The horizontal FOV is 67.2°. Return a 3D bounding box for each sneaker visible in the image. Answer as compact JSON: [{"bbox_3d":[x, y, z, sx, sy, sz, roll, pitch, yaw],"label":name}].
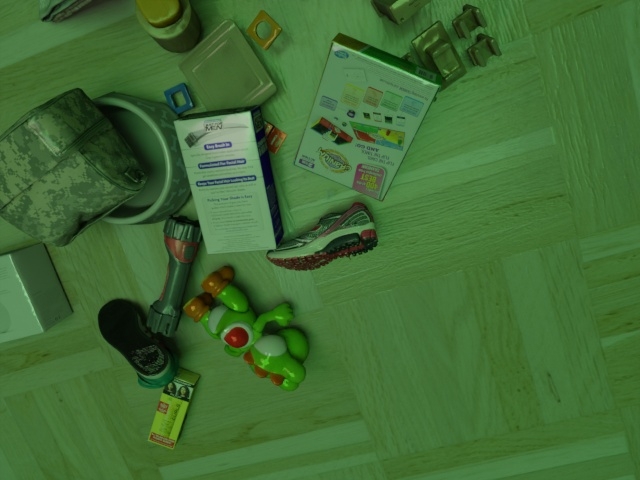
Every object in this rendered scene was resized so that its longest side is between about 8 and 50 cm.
[{"bbox_3d":[-0.492,0.299,1.335,0.295,0.124,0.178,39,152,30],"label":"sneaker"},{"bbox_3d":[0.000,0.000,1.222,0.299,0.121,0.112,-17,66,19],"label":"sneaker"}]

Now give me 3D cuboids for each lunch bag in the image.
[{"bbox_3d":[-0.570,-0.143,1.069,0.305,0.212,0.256,-28,115,19],"label":"lunch bag"}]

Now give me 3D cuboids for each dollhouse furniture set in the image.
[{"bbox_3d":[0.236,-0.459,1.084,0.212,0.161,0.242,-34,120,13],"label":"dollhouse furniture set"}]

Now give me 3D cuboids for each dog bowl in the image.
[{"bbox_3d":[-0.491,-0.197,1.202,0.349,0.102,0.348,3,105,10],"label":"dog bowl"}]

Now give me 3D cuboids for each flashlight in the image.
[{"bbox_3d":[-0.389,0.089,1.266,0.103,0.103,0.303,17,100,-4],"label":"flashlight"}]

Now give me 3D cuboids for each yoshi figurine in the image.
[{"bbox_3d":[-0.170,0.239,1.285,0.362,0.203,0.203,42,64,9],"label":"yoshi figurine"}]

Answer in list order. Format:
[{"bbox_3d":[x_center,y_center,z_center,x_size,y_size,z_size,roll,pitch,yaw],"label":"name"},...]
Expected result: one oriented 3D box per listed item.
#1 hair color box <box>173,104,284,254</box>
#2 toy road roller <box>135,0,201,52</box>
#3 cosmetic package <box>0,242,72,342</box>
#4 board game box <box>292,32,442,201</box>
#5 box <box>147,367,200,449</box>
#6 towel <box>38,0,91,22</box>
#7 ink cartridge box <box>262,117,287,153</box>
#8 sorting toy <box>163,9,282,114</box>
[{"bbox_3d":[-0.213,-0.143,1.173,0.185,0.110,0.338,-4,114,10],"label":"hair color box"},{"bbox_3d":[-0.315,-0.611,1.050,0.241,0.202,0.329,-23,99,0],"label":"toy road roller"},{"bbox_3d":[-0.852,0.148,1.319,0.224,0.138,0.224,-14,103,9],"label":"cosmetic package"},{"bbox_3d":[0.094,-0.265,1.092,0.242,0.064,0.316,23,131,-1],"label":"board game box"},{"bbox_3d":[-0.427,0.486,1.402,0.087,0.058,0.232,21,105,-1],"label":"box"},{"bbox_3d":[-0.570,-0.661,1.031,0.332,0.053,0.316,11,110,47],"label":"towel"},{"bbox_3d":[-0.148,-0.269,1.201,0.115,0.029,0.062,33,105,-2],"label":"ink cartridge box"},{"bbox_3d":[-0.218,-0.393,1.156,0.348,0.047,0.196,-31,98,23],"label":"sorting toy"}]
